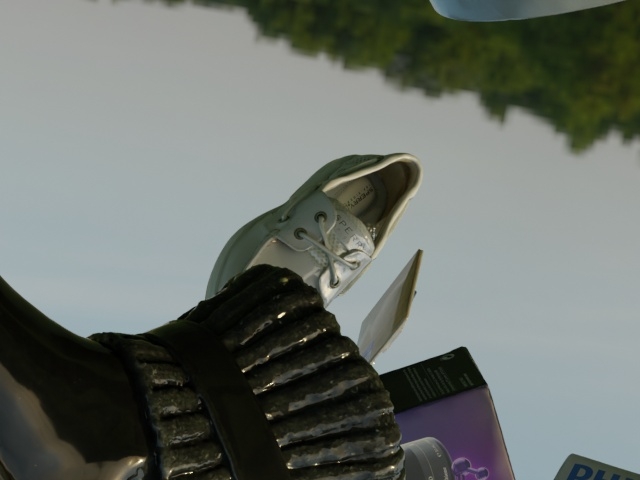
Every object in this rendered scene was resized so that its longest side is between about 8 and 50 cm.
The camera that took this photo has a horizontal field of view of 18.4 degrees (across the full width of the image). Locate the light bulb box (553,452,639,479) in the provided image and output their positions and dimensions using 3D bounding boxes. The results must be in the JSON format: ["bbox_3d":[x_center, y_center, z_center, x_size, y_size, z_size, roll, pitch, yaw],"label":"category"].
[{"bbox_3d":[0.349,0.459,2.021,0.358,0.225,0.361,15,-133,25],"label":"light bulb box"}]

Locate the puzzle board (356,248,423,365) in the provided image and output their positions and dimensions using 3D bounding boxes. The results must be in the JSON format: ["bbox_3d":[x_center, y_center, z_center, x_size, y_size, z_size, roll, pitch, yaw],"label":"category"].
[{"bbox_3d":[0.064,0.079,1.927,0.011,0.128,0.096,25,-136,-10],"label":"puzzle board"}]

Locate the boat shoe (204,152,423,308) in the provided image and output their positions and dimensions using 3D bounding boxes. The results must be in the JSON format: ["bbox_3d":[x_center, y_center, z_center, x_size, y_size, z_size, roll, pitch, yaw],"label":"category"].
[{"bbox_3d":[0.000,0.000,1.707,0.096,0.098,0.277,-22,-159,44],"label":"boat shoe"}]

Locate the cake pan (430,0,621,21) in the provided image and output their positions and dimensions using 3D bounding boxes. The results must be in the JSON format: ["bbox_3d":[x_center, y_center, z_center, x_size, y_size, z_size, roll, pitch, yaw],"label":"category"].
[{"bbox_3d":[0.191,-0.213,1.331,0.293,0.054,0.293,-14,-163,5],"label":"cake pan"}]

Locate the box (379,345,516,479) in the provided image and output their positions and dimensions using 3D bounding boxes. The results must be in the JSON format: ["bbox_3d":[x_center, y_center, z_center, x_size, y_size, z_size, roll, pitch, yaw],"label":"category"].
[{"bbox_3d":[0.066,0.238,1.497,0.184,0.261,0.103,-17,-164,0],"label":"box"}]

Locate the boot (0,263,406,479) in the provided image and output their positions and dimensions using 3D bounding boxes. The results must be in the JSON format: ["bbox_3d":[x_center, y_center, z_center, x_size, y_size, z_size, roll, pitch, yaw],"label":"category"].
[{"bbox_3d":[-0.120,0.064,1.134,0.260,0.348,0.131,-32,-163,-25],"label":"boot"}]
